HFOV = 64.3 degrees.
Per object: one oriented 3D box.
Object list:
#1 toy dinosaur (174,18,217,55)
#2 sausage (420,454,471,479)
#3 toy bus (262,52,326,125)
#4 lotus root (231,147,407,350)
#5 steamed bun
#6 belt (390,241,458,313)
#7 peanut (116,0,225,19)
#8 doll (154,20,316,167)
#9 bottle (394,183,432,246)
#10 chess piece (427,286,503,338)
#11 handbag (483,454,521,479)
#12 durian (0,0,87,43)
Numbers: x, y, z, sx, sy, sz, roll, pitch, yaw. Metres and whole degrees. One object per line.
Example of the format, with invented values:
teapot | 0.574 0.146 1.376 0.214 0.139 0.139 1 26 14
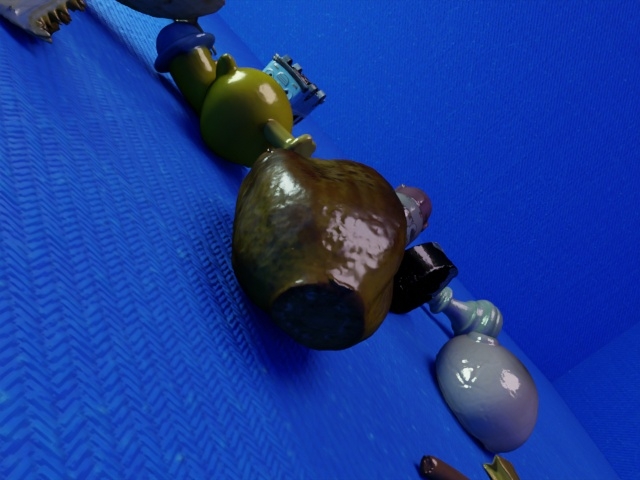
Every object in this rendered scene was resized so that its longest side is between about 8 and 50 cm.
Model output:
toy dinosaur | -0.359 -0.566 1.364 0.187 0.087 0.178 -76 162 -57
sausage | 0.148 0.269 0.567 0.116 0.026 0.026 41 15 -30
toy bus | -0.096 -0.404 1.420 0.133 0.165 0.271 48 13 1
lotus root | -0.005 0.008 0.532 0.193 0.193 0.291 44 11 -22
steamed bun | 0.293 0.247 0.883 0.177 0.131 0.228 45 15 -11
belt | 0.193 0.072 1.007 0.078 0.151 0.198 53 20 25
peanut | -0.303 -0.446 0.754 0.340 0.174 0.158 24 60 -33
doll | -0.146 -0.208 0.796 0.363 0.145 0.199 45 -30 26
bottle | 0.124 -0.028 0.938 0.110 0.110 0.233 50 46 5
chess piece | 0.320 0.163 1.300 0.272 0.139 0.139 33 16 -13
handbag | 0.278 0.354 0.750 0.083 0.027 0.061 39 15 -43
durian | -0.326 -0.314 0.537 0.252 0.144 0.139 53 34 -6
